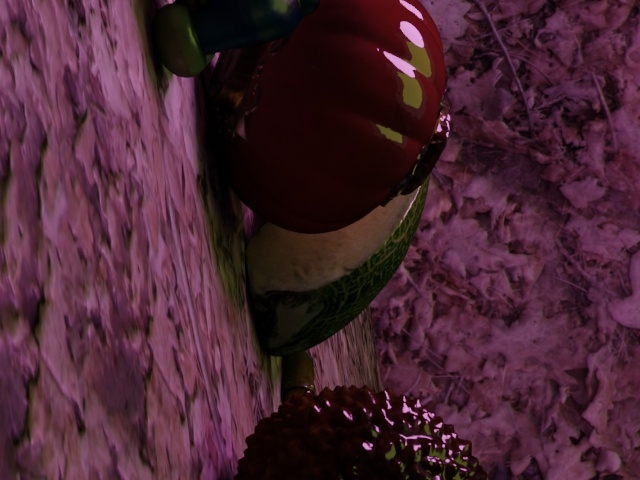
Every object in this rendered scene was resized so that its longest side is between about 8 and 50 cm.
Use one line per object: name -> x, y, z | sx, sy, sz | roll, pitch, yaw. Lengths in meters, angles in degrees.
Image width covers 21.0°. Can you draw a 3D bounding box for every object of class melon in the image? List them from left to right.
melon -> 0.000, 0.000, 2.131 | 0.226, 0.331, 0.343 | 34, 41, -28

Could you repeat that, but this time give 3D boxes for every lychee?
lychee -> 0.036, 0.263, 1.627 | 0.267, 0.267, 0.267 | -9, 90, -85

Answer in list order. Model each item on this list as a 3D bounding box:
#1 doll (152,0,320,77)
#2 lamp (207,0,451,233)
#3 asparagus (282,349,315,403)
doll -> -0.086, -0.324, 1.630 | 0.198, 0.186, 0.322 | -82, 166, -73
lamp -> 0.010, -0.153, 1.913 | 0.303, 0.257, 0.303 | -56, -161, 31
asparagus -> -0.027, 0.158, 2.212 | 0.178, 0.041, 0.045 | -90, 178, -63
